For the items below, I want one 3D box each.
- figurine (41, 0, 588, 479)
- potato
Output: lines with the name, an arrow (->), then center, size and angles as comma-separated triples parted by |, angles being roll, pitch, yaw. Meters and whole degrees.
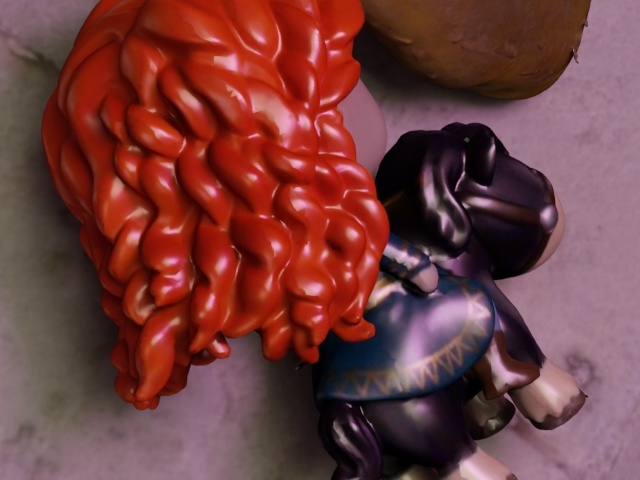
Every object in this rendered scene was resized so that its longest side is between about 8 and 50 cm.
figurine -> 0.010, 0.000, 1.281 | 0.412, 0.241, 0.306 | 28, 77, -26
potato -> 0.103, -0.205, 1.360 | 0.191, 0.141, 0.296 | -54, 137, -7
